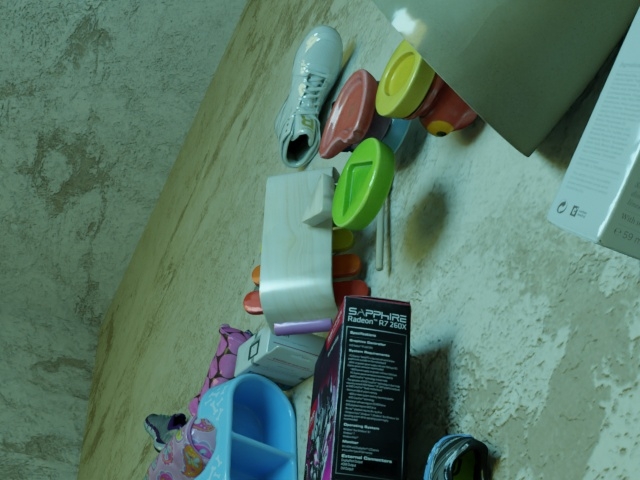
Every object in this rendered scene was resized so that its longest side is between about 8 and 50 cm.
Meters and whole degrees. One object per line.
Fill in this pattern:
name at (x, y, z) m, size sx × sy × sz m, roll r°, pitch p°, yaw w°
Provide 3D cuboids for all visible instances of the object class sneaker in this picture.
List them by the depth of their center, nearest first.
sneaker at (0.136, 0.290, 0.785) m, size 0.078 × 0.067 × 0.188 m, roll 138°, pitch 149°, yaw -62°
sneaker at (-0.017, -0.290, 1.622) m, size 0.169 × 0.108 × 0.292 m, roll -99°, pitch 25°, yaw -48°
sneaker at (-0.367, 0.461, 1.896) m, size 0.098 × 0.083 × 0.224 m, roll -52°, pitch 24°, yaw -7°

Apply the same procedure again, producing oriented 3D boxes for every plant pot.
plant pot at (0.238, -0.275, 0.827) m, size 0.274 × 0.256 × 0.256 m, roll -44°, pitch 29°, yaw 17°

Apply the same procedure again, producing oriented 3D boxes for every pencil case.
pencil case at (-0.267, 0.457, 1.571) m, size 0.284 × 0.124 × 0.124 m, roll -53°, pitch 27°, yaw 40°
pencil case at (-0.207, 0.283, 1.606) m, size 0.098 × 0.095 × 0.209 m, roll 27°, pitch 97°, yaw 33°

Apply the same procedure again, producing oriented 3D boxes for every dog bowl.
dog bowl at (-0.112, 0.343, 1.235) m, size 0.074 × 0.166 × 0.297 m, roll -43°, pitch 33°, yaw 31°

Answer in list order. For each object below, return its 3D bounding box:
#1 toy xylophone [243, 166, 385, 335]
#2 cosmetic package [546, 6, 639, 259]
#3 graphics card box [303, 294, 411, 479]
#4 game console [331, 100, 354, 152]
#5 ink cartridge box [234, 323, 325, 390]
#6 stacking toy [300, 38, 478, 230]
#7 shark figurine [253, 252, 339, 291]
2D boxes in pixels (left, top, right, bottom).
toy xylophone at (0.000, 0.000, 1.249) m, size 0.081 × 0.237 × 0.322 m, roll 66°, pitch -151°, yaw -53°
cosmetic package at (0.300, -0.096, 0.648) m, size 0.231 × 0.118 × 0.085 m, roll -69°, pitch 22°, yaw 9°
graphics card box at (0.036, 0.279, 0.928) m, size 0.232 × 0.094 × 0.370 m, roll 110°, pitch 167°, yaw -59°
game console at (0.071, -0.225, 1.386) m, size 0.071 × 0.107 × 0.122 m, roll 89°, pitch -175°, yaw -56°
ink cartridge box at (-0.062, 0.194, 1.305) m, size 0.180 × 0.104 × 0.060 m, roll -41°, pitch 35°, yaw 51°
stacking toy at (0.104, -0.130, 1.136) m, size 0.309 × 0.131 × 0.279 m, roll 0°, pitch 71°, yaw 70°
shark figurine at (-0.049, 0.009, 1.389) m, size 0.166 × 0.116 × 0.278 m, roll -34°, pitch 7°, yaw 15°
